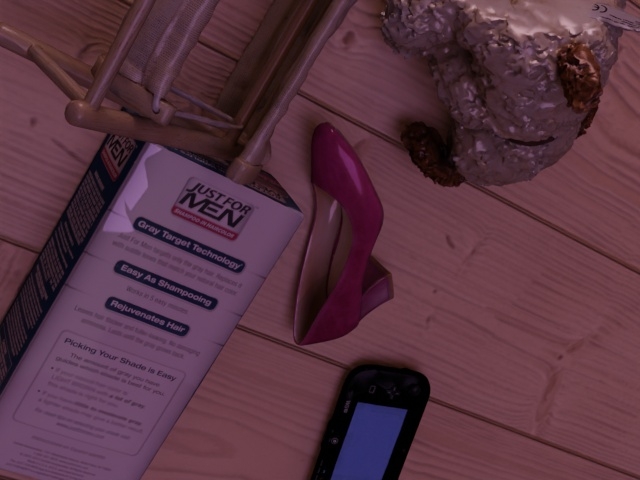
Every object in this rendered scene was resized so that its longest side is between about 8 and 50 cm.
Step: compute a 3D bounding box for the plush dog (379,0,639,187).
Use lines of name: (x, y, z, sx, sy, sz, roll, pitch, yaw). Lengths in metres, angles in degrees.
plush dog: (0.199, -0.142, 1.033, 0.262, 0.211, 0.225, -15, 147, -13)

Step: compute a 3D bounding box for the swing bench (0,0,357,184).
swing bench: (-0.075, -0.196, 0.855, 0.254, 0.165, 0.253, 18, 108, -46)

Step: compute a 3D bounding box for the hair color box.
hair color box: (-0.185, 0.066, 1.012, 0.174, 0.105, 0.347, 25, 104, -31)

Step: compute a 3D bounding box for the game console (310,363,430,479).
game console: (0.018, 0.303, 1.254, 0.213, 0.044, 0.361, 8, 112, -26)

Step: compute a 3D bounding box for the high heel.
high heel: (0.000, 0.000, 1.070, 0.117, 0.082, 0.244, -30, 136, -17)
